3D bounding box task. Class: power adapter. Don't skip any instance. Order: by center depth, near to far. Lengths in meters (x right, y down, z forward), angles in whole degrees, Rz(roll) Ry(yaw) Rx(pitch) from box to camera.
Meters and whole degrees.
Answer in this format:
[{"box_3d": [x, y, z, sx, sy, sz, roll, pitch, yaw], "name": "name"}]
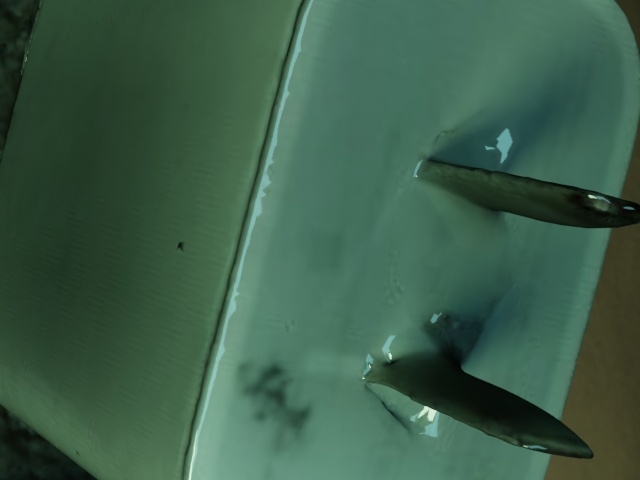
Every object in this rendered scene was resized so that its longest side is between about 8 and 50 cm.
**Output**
[{"box_3d": [0.000, 0.000, 0.443, 0.124, 0.255, 0.187, 12, 92, -33], "name": "power adapter"}]
